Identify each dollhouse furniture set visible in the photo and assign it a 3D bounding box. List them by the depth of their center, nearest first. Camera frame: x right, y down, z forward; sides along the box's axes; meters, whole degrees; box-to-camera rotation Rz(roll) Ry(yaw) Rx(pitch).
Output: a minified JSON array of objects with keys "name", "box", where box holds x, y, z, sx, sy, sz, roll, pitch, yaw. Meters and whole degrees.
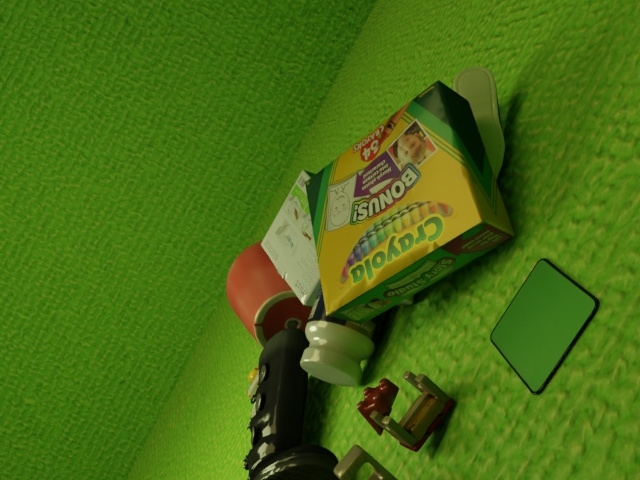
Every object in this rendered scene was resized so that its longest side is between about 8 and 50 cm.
[{"name":"dollhouse furniture set","box":[0.066,0.394,1.198,0.374,0.152,0.201,-48,10,-14]}]

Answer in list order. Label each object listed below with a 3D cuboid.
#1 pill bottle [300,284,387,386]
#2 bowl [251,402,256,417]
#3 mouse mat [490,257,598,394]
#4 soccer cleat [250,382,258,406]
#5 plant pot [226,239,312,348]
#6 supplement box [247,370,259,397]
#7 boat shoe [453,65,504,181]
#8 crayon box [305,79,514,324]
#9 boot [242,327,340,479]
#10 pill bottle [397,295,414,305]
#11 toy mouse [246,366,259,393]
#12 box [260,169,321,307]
[{"name":"pill bottle","box":[0.057,0.159,1.563,0.153,0.153,0.265,-36,31,62]},{"name":"bowl","box":[-0.121,0.423,1.870,0.170,0.080,0.170,-57,14,23]},{"name":"mouse mat","box":[0.307,0.115,1.048,0.153,0.007,0.190,-60,15,12]},{"name":"soccer cleat","box":[-0.122,0.377,1.969,0.179,0.072,0.060,-60,14,12]},{"name":"plant pot","box":[-0.098,0.162,1.956,0.275,0.275,0.243,-59,25,14]},{"name":"supplement box","box":[-0.153,0.397,2.068,0.098,0.062,0.036,-60,13,9]},{"name":"boat shoe","box":[0.304,-0.192,1.449,0.091,0.109,0.305,59,-147,-58]},{"name":"crayon box","box":[0.144,-0.062,1.384,0.363,0.106,0.313,-35,49,34]},{"name":"boot","box":[-0.060,0.372,1.588,0.367,0.146,0.445,-52,18,39]},{"name":"pill bottle","box":[0.159,0.031,1.496,0.112,0.112,0.187,152,131,-67]},{"name":"toy mouse","box":[-0.187,0.409,2.230,0.161,0.031,0.143,-62,14,5]},{"name":"box","box":[0.000,0.000,1.780,0.231,0.126,0.262,-60,41,18]}]
